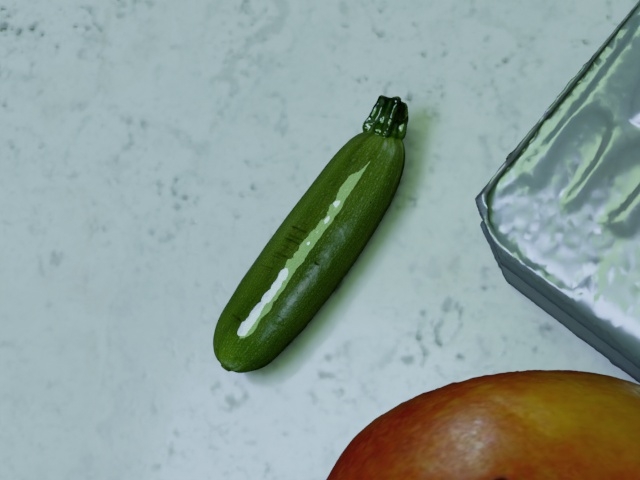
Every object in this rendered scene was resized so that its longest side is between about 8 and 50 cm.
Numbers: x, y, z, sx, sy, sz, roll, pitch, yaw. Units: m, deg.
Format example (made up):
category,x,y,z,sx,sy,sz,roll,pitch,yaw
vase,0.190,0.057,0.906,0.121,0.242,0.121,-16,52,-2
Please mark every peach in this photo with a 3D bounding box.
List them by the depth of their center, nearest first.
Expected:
category,x,y,z,sx,sy,sz,roll,pitch,yaw
peach,0.144,0.264,1.244,0.388,0.388,0.388,-3,77,13

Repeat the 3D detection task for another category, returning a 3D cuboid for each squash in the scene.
category,x,y,z,sx,sy,sz,roll,pitch,yaw
squash,0.000,0.000,1.482,0.066,0.066,0.252,36,89,19

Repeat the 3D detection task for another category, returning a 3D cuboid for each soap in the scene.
category,x,y,z,sx,sy,sz,roll,pitch,yaw
soap,0.288,-0.017,1.371,0.302,0.159,0.258,39,87,17
